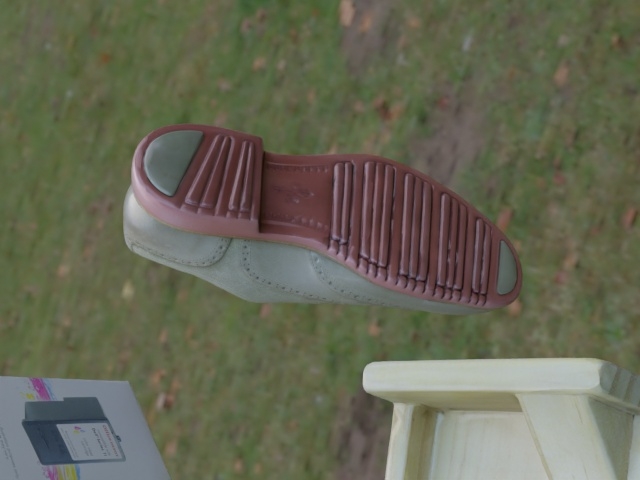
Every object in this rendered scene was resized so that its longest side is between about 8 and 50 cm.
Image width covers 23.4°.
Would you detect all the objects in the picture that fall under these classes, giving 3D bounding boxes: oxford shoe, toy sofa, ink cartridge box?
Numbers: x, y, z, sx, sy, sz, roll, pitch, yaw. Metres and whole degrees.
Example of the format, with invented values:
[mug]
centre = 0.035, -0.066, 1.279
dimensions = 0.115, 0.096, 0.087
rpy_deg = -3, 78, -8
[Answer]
[oxford shoe]
centre = 0.000, 0.000, 1.513
dimensions = 0.146, 0.397, 0.140
rpy_deg = 118, 168, -51
[toy sofa]
centre = 0.105, 0.243, 0.743
dimensions = 0.150, 0.177, 0.362
rpy_deg = -6, 70, 44
[ink cartridge box]
centre = -0.271, 0.213, 1.284
dimensions = 0.207, 0.353, 0.119
rpy_deg = -39, 63, 25
